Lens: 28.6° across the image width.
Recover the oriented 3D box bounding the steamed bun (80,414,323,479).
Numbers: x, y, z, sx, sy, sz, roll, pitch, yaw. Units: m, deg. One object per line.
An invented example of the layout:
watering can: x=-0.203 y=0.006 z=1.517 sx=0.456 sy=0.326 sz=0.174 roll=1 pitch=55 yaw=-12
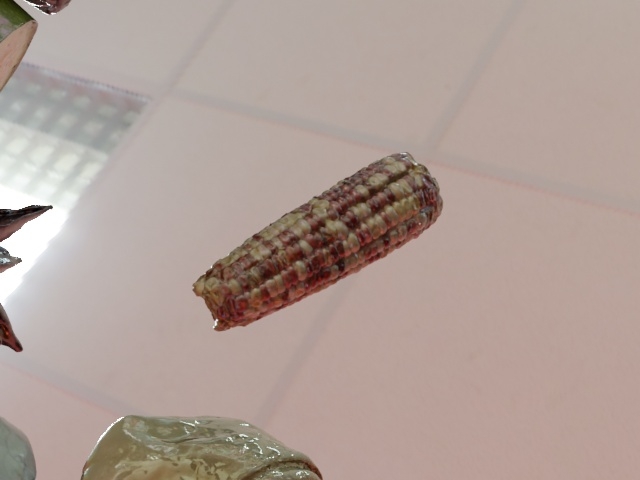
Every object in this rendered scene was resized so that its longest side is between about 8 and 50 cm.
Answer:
steamed bun: x=-0.087 y=0.321 z=1.172 sx=0.203 sy=0.276 sz=0.289 roll=11 pitch=-86 yaw=54

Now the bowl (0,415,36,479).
bowl: x=-0.484 y=0.297 z=1.405 sx=0.307 sy=0.163 sz=0.307 roll=-33 pitch=-149 yaw=23

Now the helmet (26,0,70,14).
helmet: x=-0.360 y=-0.425 z=1.542 sx=0.160 sy=0.279 sz=0.230 roll=-41 pitch=-143 yaw=-21

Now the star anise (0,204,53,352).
star anise: x=-0.368 y=0.041 z=1.169 sx=0.212 sy=0.129 sz=0.282 roll=15 pitch=-132 yaw=-17

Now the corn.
corn: x=0.000 y=0.000 z=1.032 sx=0.237 sy=0.079 sz=0.079 roll=-28 pitch=-133 yaw=-25

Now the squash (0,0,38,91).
squash: x=-0.568 y=-0.289 z=1.510 sx=0.384 sy=0.263 sz=0.263 roll=40 pitch=-106 yaw=-7
